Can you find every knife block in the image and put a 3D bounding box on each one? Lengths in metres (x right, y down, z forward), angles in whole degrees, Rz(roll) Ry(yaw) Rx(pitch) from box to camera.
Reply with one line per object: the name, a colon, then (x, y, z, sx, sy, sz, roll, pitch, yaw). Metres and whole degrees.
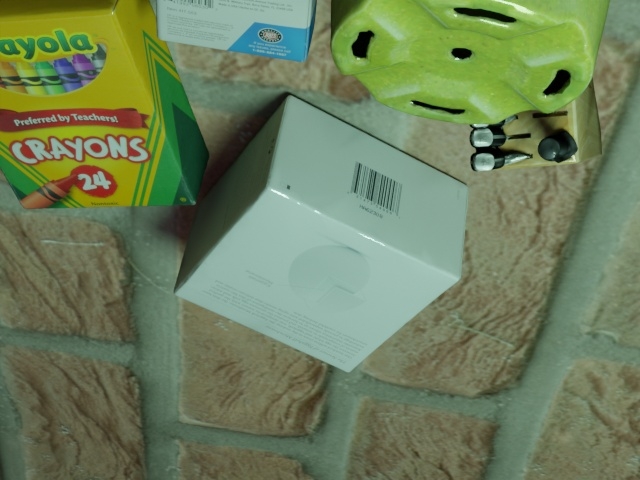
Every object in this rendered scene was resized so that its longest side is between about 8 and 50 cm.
knife block: (0.185, -0.095, 1.148, 0.088, 0.242, 0.275, -3, 139, 18)

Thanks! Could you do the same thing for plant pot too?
plant pot: (0.112, -0.232, 0.933, 0.276, 0.253, 0.276, 8, 159, 3)

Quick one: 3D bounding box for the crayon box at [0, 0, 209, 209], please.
crayon box: (-0.253, -0.163, 1.301, 0.202, 0.081, 0.318, -1, 139, 16)

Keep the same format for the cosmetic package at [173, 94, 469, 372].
cosmetic package: (0.000, 0.000, 1.391, 0.224, 0.138, 0.224, 26, 138, -18)

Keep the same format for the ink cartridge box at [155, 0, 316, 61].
ink cartridge box: (-0.069, -0.257, 1.139, 0.140, 0.082, 0.190, 9, 140, 2)
